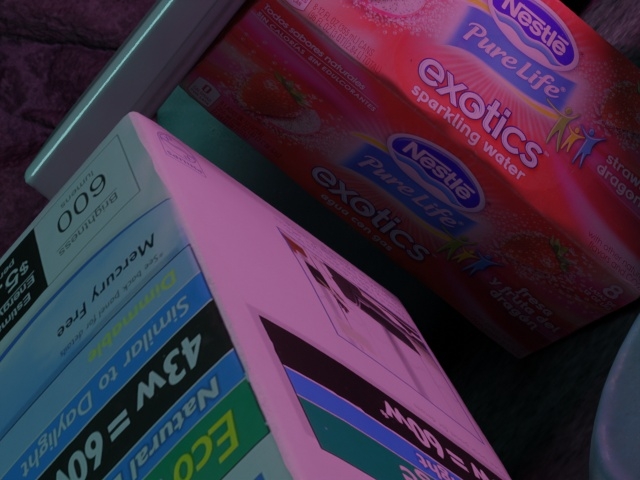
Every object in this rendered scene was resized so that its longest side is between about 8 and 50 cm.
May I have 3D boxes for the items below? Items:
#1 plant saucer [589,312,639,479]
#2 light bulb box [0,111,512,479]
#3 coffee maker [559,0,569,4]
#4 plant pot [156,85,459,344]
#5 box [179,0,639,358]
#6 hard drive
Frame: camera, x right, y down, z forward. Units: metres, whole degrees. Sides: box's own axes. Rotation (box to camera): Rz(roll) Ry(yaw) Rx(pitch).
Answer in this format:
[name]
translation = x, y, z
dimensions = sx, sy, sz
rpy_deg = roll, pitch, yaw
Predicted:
[plant saucer]
translation = 0.235, 0.034, 0.847
dimensions = 0.317, 0.044, 0.317
rpy_deg = -48, 12, 14
[light bulb box]
translation = -0.089, 0.193, 0.870
dimensions = 0.358, 0.225, 0.361
rpy_deg = -48, 32, 11
[coffee maker]
translation = 0.185, -0.245, 1.710
dimensions = 0.178, 0.120, 0.171
rpy_deg = -38, 19, 42
[plant pot]
translation = 0.000, 0.000, 1.342
dimensions = 0.293, 0.293, 0.196
rpy_deg = 170, 112, -72
[box]
translation = 0.085, -0.084, 1.131
dimensions = 0.154, 0.300, 0.142
rpy_deg = -57, 11, -33
[hard drive]
translation = -0.068, -0.163, 1.103
dimensions = 0.307, 0.040, 0.203
rpy_deg = -51, 10, 8
